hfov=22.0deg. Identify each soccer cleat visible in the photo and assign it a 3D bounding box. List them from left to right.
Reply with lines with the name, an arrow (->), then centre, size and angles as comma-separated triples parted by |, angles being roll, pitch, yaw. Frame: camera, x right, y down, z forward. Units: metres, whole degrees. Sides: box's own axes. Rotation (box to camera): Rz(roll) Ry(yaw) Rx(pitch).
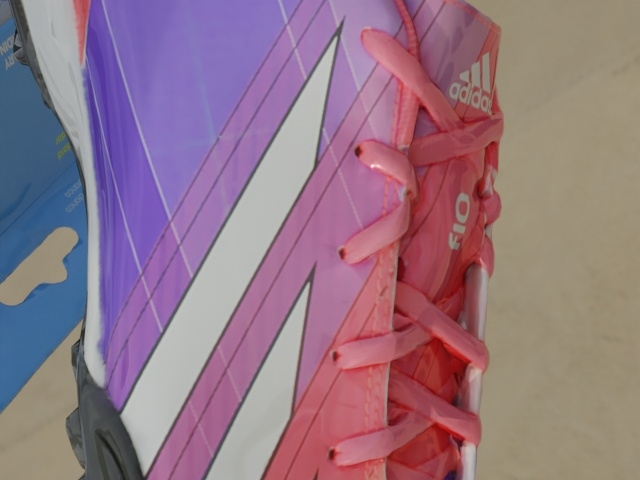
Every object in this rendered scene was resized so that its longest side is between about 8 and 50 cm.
soccer cleat -> 0.000, 0.000, 0.415 | 0.116, 0.108, 0.318 | -15, 82, 19

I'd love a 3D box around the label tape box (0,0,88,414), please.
label tape box -> -0.256, -0.077, 0.901 | 0.241, 0.333, 0.106 | -55, -12, -51
